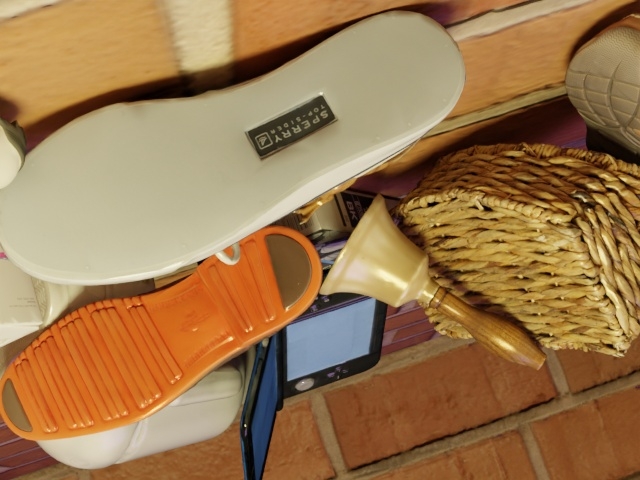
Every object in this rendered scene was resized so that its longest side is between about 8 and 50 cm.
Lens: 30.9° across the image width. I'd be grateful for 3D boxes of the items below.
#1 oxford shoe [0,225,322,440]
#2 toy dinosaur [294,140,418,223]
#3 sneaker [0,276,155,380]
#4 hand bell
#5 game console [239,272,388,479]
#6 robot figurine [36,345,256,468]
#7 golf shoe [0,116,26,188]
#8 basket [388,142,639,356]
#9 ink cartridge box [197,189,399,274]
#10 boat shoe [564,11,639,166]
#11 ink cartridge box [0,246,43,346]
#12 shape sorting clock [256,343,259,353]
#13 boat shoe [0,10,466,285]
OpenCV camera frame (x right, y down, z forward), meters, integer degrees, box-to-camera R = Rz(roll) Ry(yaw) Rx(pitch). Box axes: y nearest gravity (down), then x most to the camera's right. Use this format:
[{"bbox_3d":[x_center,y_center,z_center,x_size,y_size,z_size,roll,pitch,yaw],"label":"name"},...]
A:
[{"bbox_3d":[-0.158,0.108,1.212,0.363,0.130,0.133,-24,172,1],"label":"oxford shoe"},{"bbox_3d":[0.019,-0.067,1.131,0.112,0.064,0.211,-28,166,31],"label":"toy dinosaur"},{"bbox_3d":[-0.300,0.109,1.324,0.169,0.108,0.292,-3,159,-42],"label":"sneaker"},{"bbox_3d":[0.133,0.064,1.232,0.126,0.242,0.126,-59,176,-7],"label":"hand bell"},{"bbox_3d":[-0.006,0.191,1.502,0.250,0.173,0.293,-17,150,-12],"label":"game console"},{"bbox_3d":[-0.240,0.179,1.499,0.300,0.200,0.353,-6,180,43],"label":"robot figurine"},{"bbox_3d":[-0.292,-0.028,0.706,0.105,0.120,0.273,-30,165,35],"label":"golf shoe"},{"bbox_3d":[0.244,-0.028,1.273,0.223,0.213,0.299,-41,-157,-28],"label":"basket"},{"bbox_3d":[0.000,0.000,1.407,0.165,0.065,0.332,-25,167,24],"label":"ink cartridge box"},{"bbox_3d":[0.325,-0.153,1.150,0.116,0.123,0.324,-53,162,-3],"label":"boat shoe"},{"bbox_3d":[-0.287,0.028,0.941,0.088,0.122,0.052,-25,167,27],"label":"ink cartridge box"},{"bbox_3d":[-0.038,0.095,1.667,0.206,0.040,0.206,-45,-173,7],"label":"shape sorting clock"},{"bbox_3d":[-0.069,-0.062,0.906,0.367,0.136,0.156,-27,172,-10],"label":"boat shoe"}]
